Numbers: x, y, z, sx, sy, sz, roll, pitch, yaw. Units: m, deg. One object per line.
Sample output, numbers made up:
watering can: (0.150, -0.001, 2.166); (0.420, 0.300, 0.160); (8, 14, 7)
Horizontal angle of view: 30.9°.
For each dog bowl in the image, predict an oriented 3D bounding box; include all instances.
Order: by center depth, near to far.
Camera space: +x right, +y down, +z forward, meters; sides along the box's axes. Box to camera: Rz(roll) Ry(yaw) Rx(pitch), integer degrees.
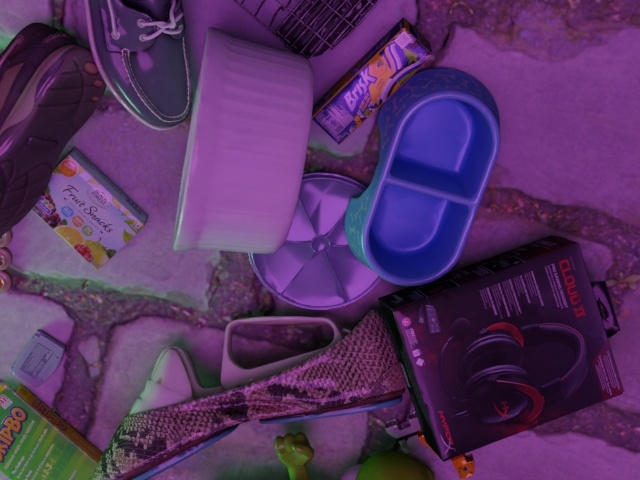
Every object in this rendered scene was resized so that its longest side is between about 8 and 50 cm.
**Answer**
dog bowl: (0.138, -0.074, 1.514); (0.165, 0.074, 0.297); (15, 107, -10)

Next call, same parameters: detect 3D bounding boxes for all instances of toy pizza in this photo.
toy pizza: (0.000, 0.000, 1.592); (0.201, 0.032, 0.201); (-1, 111, -1)

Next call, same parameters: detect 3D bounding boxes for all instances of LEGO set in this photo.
LEGO set: (0.214, 0.282, 1.670); (0.227, 0.087, 0.093); (-22, 109, 13)

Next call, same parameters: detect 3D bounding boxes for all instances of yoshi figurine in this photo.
yoshi figurine: (0.008, 0.381, 1.642); (0.362, 0.203, 0.204); (-14, 105, -15)

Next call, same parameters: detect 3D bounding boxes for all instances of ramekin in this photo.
ramekin: (-0.096, -0.114, 1.428); (0.135, 0.277, 0.277); (8, 113, -8)

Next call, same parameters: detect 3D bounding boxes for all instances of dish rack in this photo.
dish rack: (-0.045, -0.367, 1.425); (0.271, 0.074, 0.208); (39, 111, -14)

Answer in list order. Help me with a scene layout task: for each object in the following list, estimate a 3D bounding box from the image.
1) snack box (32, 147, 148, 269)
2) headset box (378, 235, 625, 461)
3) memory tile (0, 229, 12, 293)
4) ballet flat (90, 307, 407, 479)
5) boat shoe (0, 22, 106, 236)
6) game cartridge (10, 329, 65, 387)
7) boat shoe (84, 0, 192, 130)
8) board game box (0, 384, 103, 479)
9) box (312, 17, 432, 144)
snack box: (-0.322, -0.043, 1.592); (0.100, 0.037, 0.141); (-42, 104, 17)
headset box: (0.252, 0.134, 1.542); (0.293, 0.110, 0.218); (-19, 98, -6)
memory tile: (-0.491, 0.004, 1.636); (0.113, 0.012, 0.148); (8, 113, 0)
ballet flat: (-0.118, 0.207, 1.641); (0.482, 0.164, 0.182); (-19, 89, 5)
boat shoe: (-0.422, -0.130, 1.522); (0.355, 0.132, 0.130); (-49, 65, 11)
game cartridge: (-0.412, 0.175, 1.702); (0.056, 0.017, 0.083); (36, 110, -7)
boat shoe: (-0.224, -0.283, 1.430); (0.116, 0.099, 0.320); (-27, 113, -28)
board game box: (-0.417, 0.328, 1.755); (0.124, 0.039, 0.259); (-41, 107, 17)
box: (0.065, -0.205, 1.489); (0.054, 0.059, 0.169); (43, 109, -15)
